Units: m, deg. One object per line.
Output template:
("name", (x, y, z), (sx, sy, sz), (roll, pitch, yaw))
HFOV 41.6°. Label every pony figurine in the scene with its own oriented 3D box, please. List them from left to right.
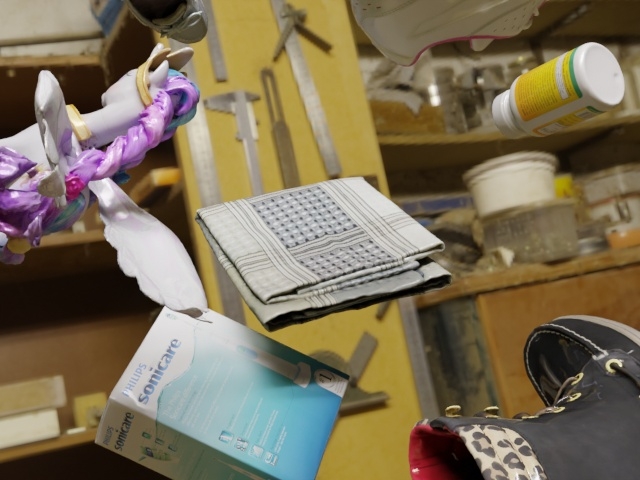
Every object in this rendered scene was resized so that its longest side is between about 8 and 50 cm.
("pony figurine", (-0.286, -0.062, 0.913), (0.364, 0.351, 0.302), (-23, -46, 5))

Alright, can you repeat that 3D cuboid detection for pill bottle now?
("pill bottle", (0.401, -0.247, 1.449), (0.118, 0.117, 0.208), (-5, -10, -37))

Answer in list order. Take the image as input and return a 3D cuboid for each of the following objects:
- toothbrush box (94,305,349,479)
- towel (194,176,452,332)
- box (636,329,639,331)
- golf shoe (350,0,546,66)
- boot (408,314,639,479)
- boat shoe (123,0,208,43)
("toothbrush box", (-0.135, 0.239, 1.206), (0.296, 0.216, 0.126), (26, -48, -3))
("towel", (0.000, 0.000, 1.284), (0.312, 0.056, 0.324), (-12, 36, -23))
("box", (0.483, 0.324, 1.309), (0.079, 0.257, 0.322), (-7, 20, 37))
("golf shoe", (0.166, -0.239, 0.693), (0.306, 0.115, 0.140), (-14, -47, 7))
("boot", (0.222, 0.189, 0.813), (0.284, 0.138, 0.377), (0, 26, -18))
("boat shoe", (-0.298, -0.440, 1.532), (0.118, 0.103, 0.320), (-25, -24, 9))
